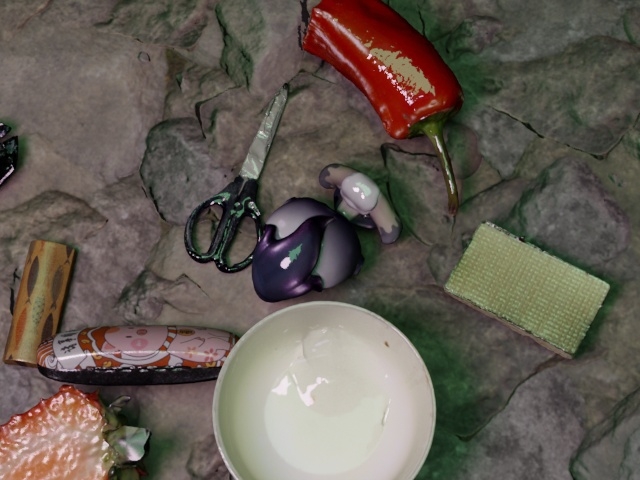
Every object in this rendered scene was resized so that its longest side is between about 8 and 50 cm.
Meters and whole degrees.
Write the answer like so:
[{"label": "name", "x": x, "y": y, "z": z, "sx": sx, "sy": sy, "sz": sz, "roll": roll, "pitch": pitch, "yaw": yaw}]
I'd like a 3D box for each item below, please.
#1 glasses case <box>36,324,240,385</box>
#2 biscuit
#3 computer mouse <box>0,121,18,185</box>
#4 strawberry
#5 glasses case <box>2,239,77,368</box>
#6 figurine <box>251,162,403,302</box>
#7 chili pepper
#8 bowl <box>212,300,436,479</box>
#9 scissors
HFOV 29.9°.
[{"label": "glasses case", "x": -0.233, "y": 0.149, "z": 1.563, "sx": 0.267, "sy": 0.103, "sz": 0.067, "roll": 0, "pitch": 103, "yaw": -5}, {"label": "biscuit", "x": 0.280, "y": 0.065, "z": 1.633, "sx": 0.199, "sy": 0.040, "sz": 0.121, "roll": 29, "pitch": 76, "yaw": 10}, {"label": "computer mouse", "x": -0.525, "y": -0.084, "z": 1.656, "sx": 0.242, "sy": 0.077, "sz": 0.146, "roll": -34, "pitch": 75, "yaw": -14}, {"label": "strawberry", "x": -0.332, "y": 0.295, "z": 1.524, "sx": 0.286, "sy": 0.106, "sz": 0.188, "roll": -22, "pitch": 68, "yaw": 6}, {"label": "glasses case", "x": -0.380, "y": 0.086, "z": 1.620, "sx": 0.065, "sy": 0.041, "sz": 0.169, "roll": 9, "pitch": 71, "yaw": 2}, {"label": "figurine", "x": 0.000, "y": 0.000, "z": 1.600, "sx": 0.145, "sy": 0.145, "sz": 0.222, "roll": 42, "pitch": 73, "yaw": 12}, {"label": "chili pepper", "x": 0.129, "y": -0.212, "z": 1.675, "sx": 0.131, "sy": 0.134, "sz": 0.338, "roll": -35, "pitch": 73, "yaw": -25}, {"label": "bowl", "x": 0.003, "y": 0.225, "z": 1.523, "sx": 0.277, "sy": 0.145, "sz": 0.277, "roll": 0, "pitch": 73, "yaw": -1}, {"label": "scissors", "x": -0.099, "y": -0.096, "z": 1.693, "sx": 0.109, "sy": 0.022, "sz": 0.300, "roll": 21, "pitch": 72, "yaw": 2}]
